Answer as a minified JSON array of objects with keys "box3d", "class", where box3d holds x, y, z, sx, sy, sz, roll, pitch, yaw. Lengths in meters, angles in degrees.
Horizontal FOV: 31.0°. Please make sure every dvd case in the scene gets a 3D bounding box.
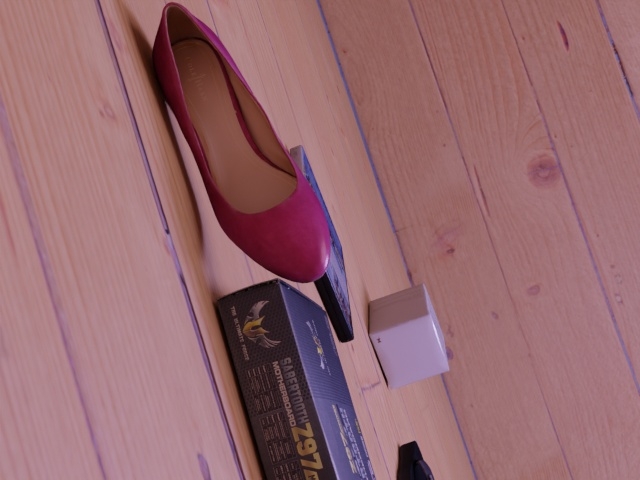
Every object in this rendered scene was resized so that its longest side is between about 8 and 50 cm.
[{"box3d":[0.000,0.000,1.561,0.253,0.022,0.180,-96,167,-61],"class":"dvd case"}]

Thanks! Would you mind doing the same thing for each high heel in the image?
[{"box3d":[-0.064,-0.080,0.920,0.117,0.082,0.244,77,-12,-60],"class":"high heel"}]

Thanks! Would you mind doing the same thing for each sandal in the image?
[{"box3d":[0.149,0.351,1.643,0.254,0.055,0.097,-85,155,-73],"class":"sandal"}]

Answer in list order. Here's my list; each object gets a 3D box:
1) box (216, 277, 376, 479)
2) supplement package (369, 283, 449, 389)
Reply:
[{"box3d":[-0.006,0.158,0.942,0.183,0.059,0.232,42,29,-74],"class":"box"},{"box3d":[0.146,0.157,1.924,0.179,0.105,0.105,-78,149,-75],"class":"supplement package"}]
